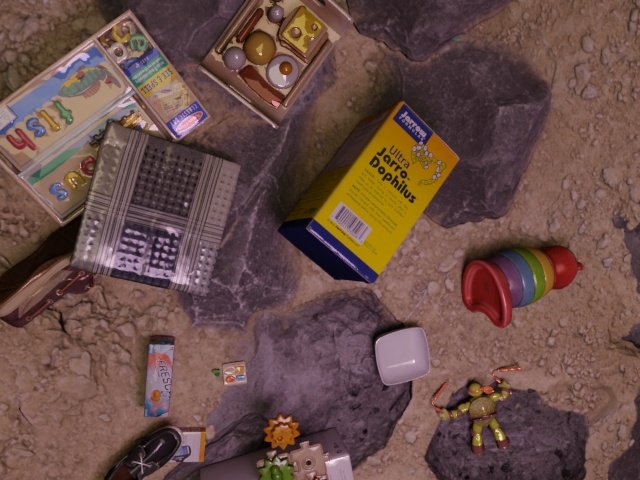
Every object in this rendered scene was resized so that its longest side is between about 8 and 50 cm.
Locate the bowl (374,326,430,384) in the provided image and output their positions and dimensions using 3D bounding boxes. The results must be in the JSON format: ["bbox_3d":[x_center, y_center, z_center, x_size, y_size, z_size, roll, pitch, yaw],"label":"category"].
[{"bbox_3d":[0.207,0.293,1.477,0.142,0.053,0.142,-13,103,-10],"label":"bowl"}]

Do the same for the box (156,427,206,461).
[{"bbox_3d":[-0.355,0.505,1.403,0.136,0.028,0.081,5,99,-11],"label":"box"}]

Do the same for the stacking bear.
[{"bbox_3d":[0.535,0.091,1.470,0.289,0.175,0.164,-14,110,-19],"label":"stacking bear"}]

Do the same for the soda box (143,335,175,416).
[{"bbox_3d":[-0.381,0.321,1.346,0.058,0.063,0.183,4,99,-13],"label":"soda box"}]

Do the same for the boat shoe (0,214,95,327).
[{"bbox_3d":[-0.556,0.064,1.250,0.342,0.123,0.123,-42,136,-14],"label":"boat shoe"}]

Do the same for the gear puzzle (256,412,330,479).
[{"bbox_3d":[-0.053,0.560,1.317,0.176,0.044,0.338,-12,96,-10],"label":"gear puzzle"}]

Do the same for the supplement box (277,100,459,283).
[{"bbox_3d":[0.106,-0.102,1.275,0.195,0.194,0.356,40,76,-16],"label":"supplement box"}]

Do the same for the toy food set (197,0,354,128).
[{"bbox_3d":[-0.096,-0.437,1.262,0.220,0.092,0.306,36,91,-15],"label":"toy food set"}]

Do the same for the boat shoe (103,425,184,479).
[{"bbox_3d":[-0.420,0.528,1.345,0.233,0.079,0.084,-38,95,7],"label":"boat shoe"}]

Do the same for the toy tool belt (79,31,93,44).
[{"bbox_3d":[-0.471,-0.406,1.211,0.083,0.052,0.051,11,120,-23],"label":"toy tool belt"}]

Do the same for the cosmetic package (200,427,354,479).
[{"bbox_3d":[-0.100,0.632,1.415,0.366,0.155,0.196,-12,101,-9],"label":"cosmetic package"}]

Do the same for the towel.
[{"bbox_3d":[-0.350,-0.063,1.240,0.312,0.056,0.324,16,88,-29],"label":"towel"}]

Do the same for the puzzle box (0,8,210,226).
[{"bbox_3d":[-0.477,-0.252,1.204,0.409,0.052,0.272,-39,118,-4],"label":"puzzle box"}]

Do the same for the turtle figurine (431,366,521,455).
[{"bbox_3d":[0.451,0.466,1.544,0.270,0.087,0.217,-21,103,-8],"label":"turtle figurine"}]

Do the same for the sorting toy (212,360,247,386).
[{"bbox_3d":[-0.226,0.334,1.409,0.083,0.012,0.062,-6,101,-12],"label":"sorting toy"}]
